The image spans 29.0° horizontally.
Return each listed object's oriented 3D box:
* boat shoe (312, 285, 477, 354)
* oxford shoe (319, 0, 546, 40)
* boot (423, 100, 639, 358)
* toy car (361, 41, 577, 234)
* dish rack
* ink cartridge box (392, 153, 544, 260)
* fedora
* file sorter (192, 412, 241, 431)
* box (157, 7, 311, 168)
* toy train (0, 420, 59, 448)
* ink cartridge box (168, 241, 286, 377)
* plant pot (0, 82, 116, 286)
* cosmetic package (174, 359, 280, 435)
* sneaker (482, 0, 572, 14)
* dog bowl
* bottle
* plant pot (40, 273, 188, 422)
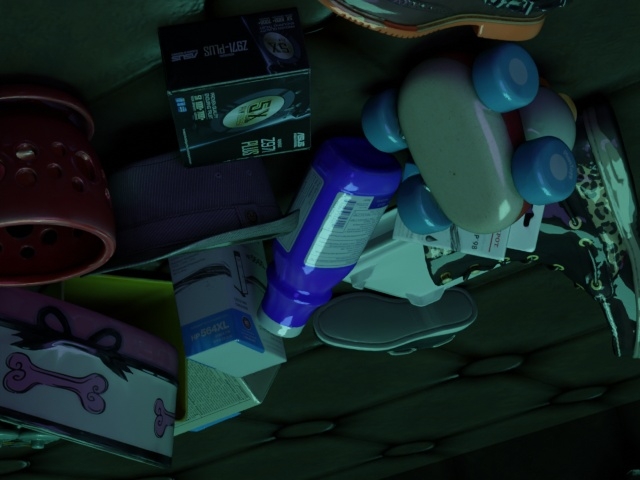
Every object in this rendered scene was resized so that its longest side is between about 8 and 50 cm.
[{"bbox_3d":[0.121,0.149,2.118,0.302,0.114,0.091,-1,150,-20],"label":"boat shoe"},{"bbox_3d":[0.113,-0.258,1.186,0.271,0.097,0.098,-4,139,-30],"label":"oxford shoe"},{"bbox_3d":[0.290,0.012,1.668,0.284,0.138,0.377,-11,122,12],"label":"boot"},{"bbox_3d":[0.215,-0.139,1.442,0.238,0.210,0.219,-30,-171,-41],"label":"toy car"},{"bbox_3d":[0.190,0.012,1.878,0.333,0.072,0.285,-26,152,31],"label":"dish rack"},{"bbox_3d":[0.189,-0.040,1.551,0.180,0.104,0.060,11,-162,7],"label":"ink cartridge box"},{"bbox_3d":[-0.159,-0.044,1.461,0.275,0.124,0.243,-12,180,-35],"label":"fedora"},{"bbox_3d":[-0.253,0.280,2.272,0.118,0.104,0.170,-26,154,33],"label":"file sorter"},{"bbox_3d":[-0.088,-0.158,1.324,0.147,0.077,0.180,-9,158,-5],"label":"box"},{"bbox_3d":[-0.585,0.289,2.116,0.190,0.142,0.334,-16,159,39],"label":"toy train"},{"bbox_3d":[-0.131,0.069,1.690,0.086,0.203,0.148,-21,157,19],"label":"ink cartridge box"},{"bbox_3d":[-0.323,-0.059,1.325,0.191,0.174,0.191,-10,158,-4],"label":"plant pot"},{"bbox_3d":[-0.241,0.226,2.047,0.309,0.113,0.160,-23,111,30],"label":"cosmetic package"},{"bbox_3d":[0.220,-0.274,1.139,0.271,0.108,0.100,-4,127,-22],"label":"sneaker"},{"bbox_3d":[-0.358,0.154,1.523,0.408,0.150,0.408,16,168,4],"label":"dog bowl"},{"bbox_3d":[0.000,0.000,1.587,0.118,0.092,0.283,-4,132,-41],"label":"bottle"},{"bbox_3d":[-0.339,0.170,1.861,0.212,0.212,0.187,8,166,-39],"label":"plant pot"}]
